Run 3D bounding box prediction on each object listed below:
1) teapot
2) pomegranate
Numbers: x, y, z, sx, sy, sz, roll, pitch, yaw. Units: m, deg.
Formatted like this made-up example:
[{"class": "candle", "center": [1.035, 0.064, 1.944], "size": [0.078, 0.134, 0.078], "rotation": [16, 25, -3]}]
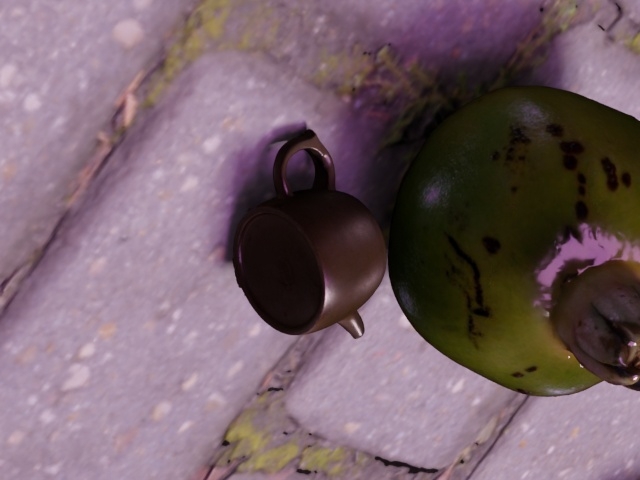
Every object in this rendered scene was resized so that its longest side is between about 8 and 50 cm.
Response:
[{"class": "teapot", "center": [0.000, 0.000, 0.994], "size": [0.068, 0.076, 0.121], "rotation": [-21, 106, -40]}, {"class": "pomegranate", "center": [0.135, 0.011, 1.008], "size": [0.180, 0.209, 0.180], "rotation": [-11, 119, -19]}]
